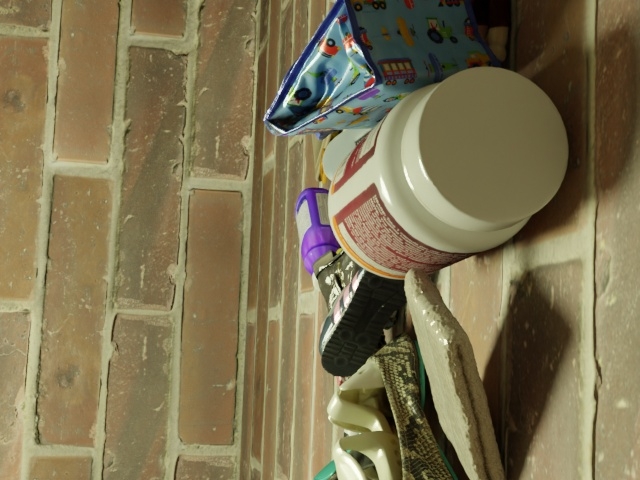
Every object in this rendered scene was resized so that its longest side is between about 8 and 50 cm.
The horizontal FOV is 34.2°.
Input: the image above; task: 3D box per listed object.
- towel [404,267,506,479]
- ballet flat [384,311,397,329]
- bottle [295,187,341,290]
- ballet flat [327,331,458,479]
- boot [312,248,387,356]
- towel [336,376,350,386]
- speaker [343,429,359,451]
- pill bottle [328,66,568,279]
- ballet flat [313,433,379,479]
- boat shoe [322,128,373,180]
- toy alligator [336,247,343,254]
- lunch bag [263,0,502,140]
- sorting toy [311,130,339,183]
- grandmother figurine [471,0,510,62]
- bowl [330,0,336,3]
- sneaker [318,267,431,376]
[{"bbox_3d":[0.182,0.193,1.395,0.187,0.049,0.282,-118,10,-61],"label":"towel"},{"bbox_3d":[0.126,0.112,1.946,0.041,0.041,0.114,110,160,-53],"label":"ballet flat"},{"bbox_3d":[0.000,0.000,2.419,0.283,0.092,0.118,-101,18,-48],"label":"bottle"},{"bbox_3d":[0.105,0.309,1.623,0.483,0.182,0.164,-102,19,-53],"label":"ballet flat"},{"bbox_3d":[0.089,0.104,1.905,0.263,0.091,0.229,-39,53,40],"label":"boot"},{"bbox_3d":[0.059,0.204,2.250,0.144,0.029,0.197,-105,25,-56],"label":"towel"},{"bbox_3d":[0.070,0.433,2.060,0.055,0.055,0.136,-160,73,-78],"label":"speaker"},{"bbox_3d":[0.158,-0.080,1.383,0.392,0.224,0.224,144,129,-74],"label":"pill bottle"},{"bbox_3d":[0.069,0.427,1.936,0.095,0.096,0.280,-40,-10,-35],"label":"ballet flat"},{"bbox_3d":[0.136,-0.172,1.772,0.306,0.105,0.113,-34,64,44],"label":"boat shoe"},{"bbox_3d":[0.060,0.078,2.205,0.051,0.056,0.189,9,88,35],"label":"toy alligator"},{"bbox_3d":[0.070,-0.216,1.477,0.293,0.221,0.138,-39,67,53],"label":"lunch bag"},{"bbox_3d":[0.012,-0.269,2.561,0.196,0.047,0.347,101,167,-50],"label":"sorting toy"},{"bbox_3d":[0.212,-0.329,1.520,0.208,0.104,0.342,37,127,34],"label":"grandmother figurine"},{"bbox_3d":[0.099,-0.505,2.063,0.170,0.080,0.170,-40,8,7],"label":"bowl"},{"bbox_3d":[0.089,0.078,1.778,0.319,0.112,0.131,-55,20,21],"label":"sneaker"}]
